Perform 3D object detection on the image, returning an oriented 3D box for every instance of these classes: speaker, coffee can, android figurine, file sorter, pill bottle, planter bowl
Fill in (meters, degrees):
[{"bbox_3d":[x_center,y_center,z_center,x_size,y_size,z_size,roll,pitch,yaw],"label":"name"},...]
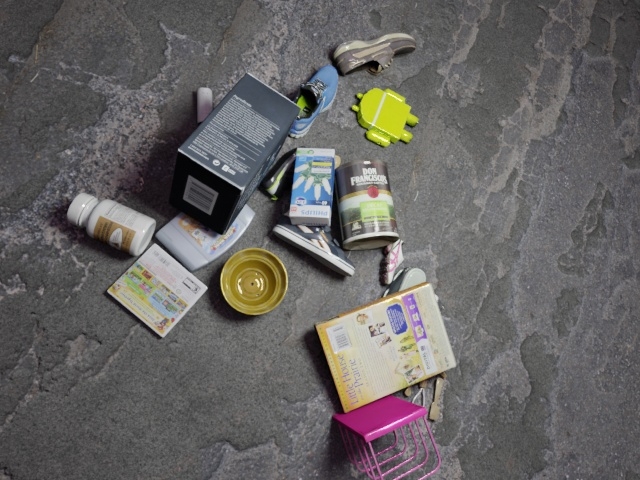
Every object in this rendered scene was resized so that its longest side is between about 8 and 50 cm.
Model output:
[{"bbox_3d":[-0.413,-0.473,1.573,0.055,0.055,0.136,-1,77,-16],"label":"speaker"},{"bbox_3d":[0.159,-0.122,1.562,0.201,0.201,0.276,-4,76,-16],"label":"coffee can"},{"bbox_3d":[0.257,-0.500,1.765,0.272,0.056,0.248,23,72,-9],"label":"android figurine"},{"bbox_3d":[0.197,0.613,1.349,0.202,0.290,0.182,-17,84,-19],"label":"file sorter"},{"bbox_3d":[-0.646,-0.053,1.364,0.229,0.131,0.131,25,71,-8],"label":"pill bottle"},{"bbox_3d":[-0.222,0.139,1.454,0.217,0.090,0.217,4,76,-15],"label":"planter bowl"}]

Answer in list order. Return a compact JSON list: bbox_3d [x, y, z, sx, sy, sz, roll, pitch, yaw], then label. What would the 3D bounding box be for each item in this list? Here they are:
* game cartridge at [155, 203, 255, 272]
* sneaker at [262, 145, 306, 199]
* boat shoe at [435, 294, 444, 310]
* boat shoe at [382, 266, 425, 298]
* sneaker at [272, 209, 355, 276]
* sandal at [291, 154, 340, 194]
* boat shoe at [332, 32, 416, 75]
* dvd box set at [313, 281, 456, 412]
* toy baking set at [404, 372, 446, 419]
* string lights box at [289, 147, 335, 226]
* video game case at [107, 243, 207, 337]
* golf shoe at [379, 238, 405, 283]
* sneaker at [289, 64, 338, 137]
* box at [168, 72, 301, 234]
[{"bbox_3d":[-0.372,-0.044,1.481,0.198,0.062,0.297,43,69,3],"label":"game cartridge"},{"bbox_3d":[-0.119,-0.243,1.600,0.235,0.084,0.097,-51,119,-20],"label":"sneaker"},{"bbox_3d":[0.372,0.297,1.591,0.076,0.080,0.228,44,62,0],"label":"boat shoe"},{"bbox_3d":[0.270,0.233,1.568,0.114,0.091,0.303,37,82,-16],"label":"boat shoe"},{"bbox_3d":[0.000,0.000,1.532,0.321,0.126,0.128,32,76,-4],"label":"sneaker"},{"bbox_3d":[0.003,-0.231,1.599,0.079,0.088,0.240,31,60,36],"label":"sandal"},{"bbox_3d":[0.225,-0.741,1.793,0.355,0.132,0.130,-14,90,-10],"label":"boat shoe"},{"bbox_3d":[0.220,0.352,1.478,0.420,0.062,0.308,-20,93,-10],"label":"dvd box set"},{"bbox_3d":[0.352,0.494,1.560,0.256,0.030,0.197,46,72,0],"label":"toy baking set"},{"bbox_3d":[-0.024,-0.181,1.490,0.133,0.077,0.260,2,68,5],"label":"string lights box"},{"bbox_3d":[-0.515,0.158,1.404,0.227,0.026,0.206,41,70,-4],"label":"video game case"},{"bbox_3d":[0.269,0.074,1.619,0.085,0.067,0.186,15,73,-13],"label":"golf shoe"},{"bbox_3d":[-0.019,-0.538,1.650,0.129,0.147,0.330,31,70,-6],"label":"sneaker"},{"bbox_3d":[-0.272,-0.269,1.394,0.211,0.293,0.396,31,57,-7],"label":"box"}]
